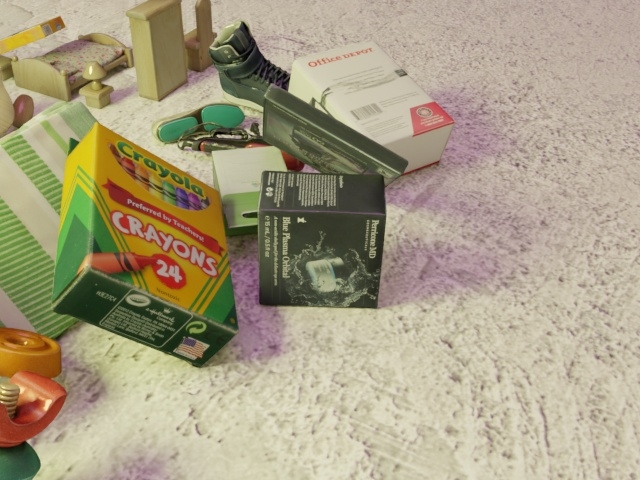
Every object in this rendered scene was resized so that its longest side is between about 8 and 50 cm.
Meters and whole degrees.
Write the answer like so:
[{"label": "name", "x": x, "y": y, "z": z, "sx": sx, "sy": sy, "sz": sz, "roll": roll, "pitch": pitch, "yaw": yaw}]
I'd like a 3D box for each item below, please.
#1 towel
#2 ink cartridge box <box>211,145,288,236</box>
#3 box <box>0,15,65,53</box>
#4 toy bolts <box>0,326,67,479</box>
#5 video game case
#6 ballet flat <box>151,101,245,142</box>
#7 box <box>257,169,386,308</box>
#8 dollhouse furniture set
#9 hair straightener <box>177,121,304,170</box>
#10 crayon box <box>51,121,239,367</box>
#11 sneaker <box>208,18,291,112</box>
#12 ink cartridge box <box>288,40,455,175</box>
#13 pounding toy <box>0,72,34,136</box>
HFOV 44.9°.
[{"label": "towel", "x": -0.352, "y": -0.024, "z": 0.995, "sx": 0.038, "sy": 0.247, "sz": 0.325, "roll": -27, "pitch": 15, "yaw": 41}, {"label": "ink cartridge box", "x": -0.097, "y": -0.061, "z": 1.156, "sx": 0.109, "sy": 0.062, "sz": 0.209, "roll": -6, "pitch": 37, "yaw": -12}, {"label": "box", "x": -0.572, "y": -0.395, "z": 1.502, "sx": 0.136, "sy": 0.028, "sz": 0.081, "roll": -15, "pitch": 24, "yaw": 21}, {"label": "toy bolts", "x": -0.347, "y": 0.192, "z": 0.778, "sx": 0.229, "sy": 0.158, "sz": 0.218, "roll": 20, "pitch": 6, "yaw": 35}, {"label": "video game case", "x": 0.009, "y": -0.128, "z": 1.081, "sx": 0.196, "sy": 0.274, "sz": 0.026, "roll": 29, "pitch": 84, "yaw": -2}, {"label": "ballet flat", "x": -0.218, "y": -0.215, "z": 1.367, "sx": 0.168, "sy": 0.057, "sz": 0.052, "roll": -15, "pitch": 30, "yaw": -22}, {"label": "box", "x": 0.000, "y": 0.000, "z": 0.998, "sx": 0.159, "sy": 0.155, "sz": 0.093, "roll": 1, "pitch": 37, "yaw": -1}, {"label": "dollhouse furniture set", "x": -0.435, "y": -0.418, "z": 1.533, "sx": 0.356, "sy": 0.173, "sz": 0.303, "roll": 18, "pitch": 39, "yaw": 21}, {"label": "hair straightener", "x": -0.131, "y": -0.163, "z": 1.318, "sx": 0.231, "sy": 0.047, "sz": 0.089, "roll": 4, "pitch": 36, "yaw": 11}, {"label": "crayon box", "x": -0.217, "y": -0.016, "z": 0.963, "sx": 0.202, "sy": 0.081, "sz": 0.318, "roll": 29, "pitch": 29, "yaw": -35}, {"label": "sneaker", "x": -0.099, "y": -0.306, "z": 1.393, "sx": 0.226, "sy": 0.163, "sz": 0.086, "roll": 16, "pitch": 58, "yaw": 22}, {"label": "ink cartridge box", "x": 0.078, "y": -0.216, "z": 1.299, "sx": 0.172, "sy": 0.100, "sz": 0.237, "roll": -21, "pitch": 57, "yaw": -28}, {"label": "pounding toy", "x": -0.613, "y": -0.210, "z": 1.287, "sx": 0.270, "sy": 0.155, "sz": 0.154, "roll": 15, "pitch": 55, "yaw": -40}]
